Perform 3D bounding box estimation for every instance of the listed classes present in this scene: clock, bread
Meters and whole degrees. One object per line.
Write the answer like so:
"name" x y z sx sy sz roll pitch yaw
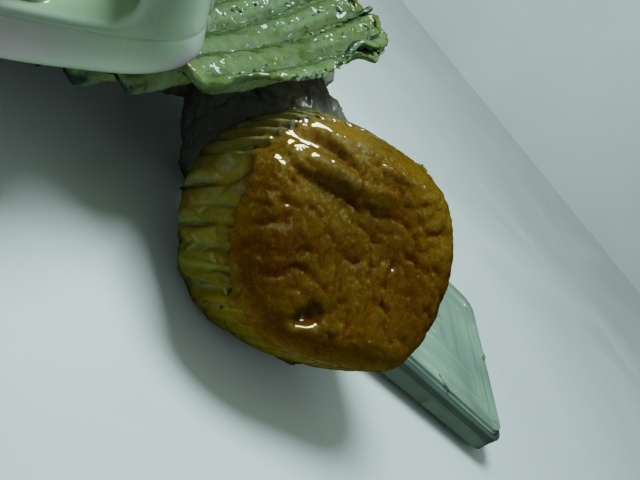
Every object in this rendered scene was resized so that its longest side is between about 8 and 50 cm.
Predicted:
"clock" -0.243 -0.240 0.706 0.324 0.108 0.265 6 36 -15
"bread" 0.000 0.000 0.832 0.253 0.143 0.227 32 72 -39

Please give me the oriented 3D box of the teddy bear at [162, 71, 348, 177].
"teddy bear" -0.072 -0.159 1.004 0.236 0.151 0.267 16 27 -19

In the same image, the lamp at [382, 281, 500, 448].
"lamp" 0.114 0.094 1.128 0.266 0.047 0.269 43 24 -26

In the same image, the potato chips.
"potato chips" -0.120 -0.236 0.905 0.359 0.070 0.429 28 35 18
